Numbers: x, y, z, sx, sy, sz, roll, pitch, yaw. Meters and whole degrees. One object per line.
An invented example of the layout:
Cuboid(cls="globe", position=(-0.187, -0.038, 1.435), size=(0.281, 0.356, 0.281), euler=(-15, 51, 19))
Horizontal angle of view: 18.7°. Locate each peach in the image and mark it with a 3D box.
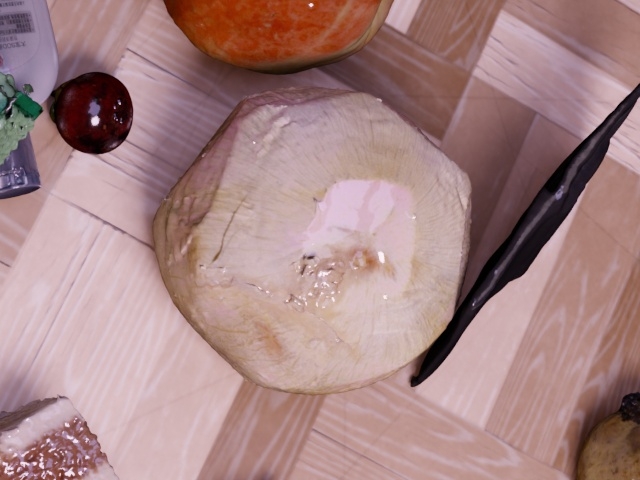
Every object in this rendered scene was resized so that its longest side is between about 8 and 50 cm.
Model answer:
Cuboid(cls="peach", position=(-0.053, -0.272, 1.876), size=(0.257, 0.232, 0.232), euler=(6, 76, 14))

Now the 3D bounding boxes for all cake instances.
Cuboid(cls="cake", position=(-0.256, 0.225, 1.744), size=(0.135, 0.134, 0.147), euler=(-28, 97, -25))

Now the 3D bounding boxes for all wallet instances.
Cuboid(cls="wallet", position=(0.206, -0.009, 1.906), size=(0.041, 0.247, 0.323), euler=(38, 67, 7))

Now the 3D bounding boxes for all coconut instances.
Cuboid(cls="coconut", position=(0.000, 0.000, 1.817), size=(0.297, 0.254, 0.297), euler=(4, 78, -18))

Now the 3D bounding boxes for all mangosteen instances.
Cuboid(cls="mangosteen", position=(-0.218, -0.120, 1.857), size=(0.081, 0.081, 0.081), euler=(4, 79, -20))

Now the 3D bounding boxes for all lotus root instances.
Cuboid(cls="lotus root", position=(0.324, 0.261, 1.960), size=(0.138, 0.138, 0.214), euler=(10, 89, -18))

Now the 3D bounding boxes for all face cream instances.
Cuboid(cls="face cream", position=(-0.317, -0.184, 1.831), size=(0.144, 0.071, 0.291), euler=(-13, 84, -19))

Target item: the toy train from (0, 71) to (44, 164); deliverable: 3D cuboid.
Cuboid(cls="toy train", position=(-0.384, -0.081, 1.729), size=(0.154, 0.115, 0.269), euler=(43, 90, 8))
